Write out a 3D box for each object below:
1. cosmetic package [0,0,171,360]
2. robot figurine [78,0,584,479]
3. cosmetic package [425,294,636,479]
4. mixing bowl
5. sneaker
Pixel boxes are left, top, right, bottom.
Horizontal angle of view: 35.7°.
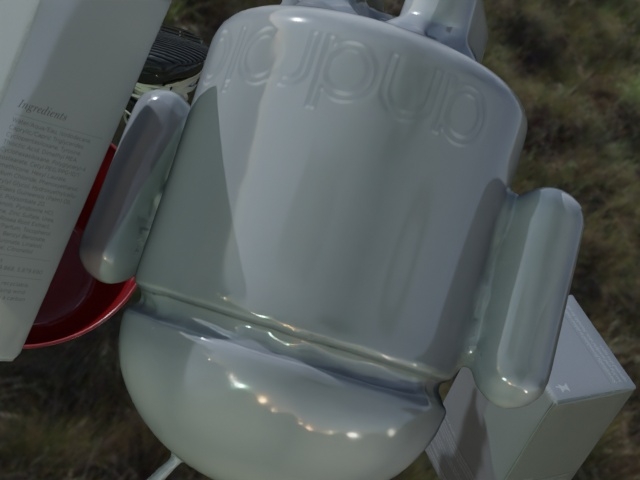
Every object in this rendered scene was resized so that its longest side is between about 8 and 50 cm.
[{"bbox_3d":[-0.187,-0.061,0.560,0.117,0.231,0.085,33,11,35],"label":"cosmetic package"},{"bbox_3d":[0.000,0.000,0.598,0.300,0.353,0.200,14,-6,19],"label":"robot figurine"},{"bbox_3d":[0.200,0.179,0.997,0.107,0.238,0.127,-3,47,-26],"label":"cosmetic package"},{"bbox_3d":[-0.218,0.006,0.746,0.181,0.098,0.181,4,69,-10],"label":"mixing bowl"},{"bbox_3d":[-0.219,-0.208,1.324,0.122,0.146,0.330,17,12,-6],"label":"sneaker"}]
